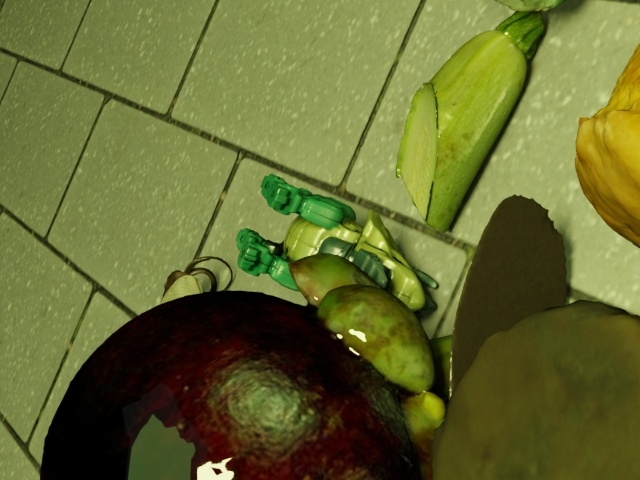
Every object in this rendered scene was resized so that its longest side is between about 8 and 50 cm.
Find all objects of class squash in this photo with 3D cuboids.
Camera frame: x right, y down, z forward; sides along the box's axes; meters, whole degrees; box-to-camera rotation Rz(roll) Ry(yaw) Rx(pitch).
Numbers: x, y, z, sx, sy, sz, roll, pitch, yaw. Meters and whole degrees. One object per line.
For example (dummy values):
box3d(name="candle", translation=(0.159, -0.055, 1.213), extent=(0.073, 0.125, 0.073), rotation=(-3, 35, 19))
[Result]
box3d(name="squash", translation=(0.115, -0.112, 1.238), extent=(0.200, 0.075, 0.090), rotation=(-62, 2, 7))

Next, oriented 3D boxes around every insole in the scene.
box3d(name="insole", translation=(0.120, 0.124, 1.026), extent=(0.007, 0.111, 0.327), rotation=(-11, 64, 48))

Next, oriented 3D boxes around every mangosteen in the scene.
box3d(name="mangosteen", translation=(-0.040, 0.165, 1.077), extent=(0.330, 0.330, 0.330), rotation=(-40, 38, 41))

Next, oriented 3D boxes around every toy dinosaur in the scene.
box3d(name="toy dinosaur", translation=(0.000, 0.000, 1.305), extent=(0.094, 0.153, 0.259), rotation=(-63, 19, 6))

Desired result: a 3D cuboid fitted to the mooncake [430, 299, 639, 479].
box3d(name="mooncake", translation=(0.166, 0.155, 0.904), extent=(0.228, 0.124, 0.228), rotation=(-32, 48, 45))

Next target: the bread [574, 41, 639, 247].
box3d(name="bread", translation=(0.247, -0.029, 0.762), extent=(0.145, 0.268, 0.268), rotation=(-64, 27, -3))

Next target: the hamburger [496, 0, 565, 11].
box3d(name="hamburger", translation=(0.189, -0.298, 1.147), extent=(0.168, 0.192, 0.288), rotation=(-2, 42, 54))

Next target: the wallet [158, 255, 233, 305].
box3d(name="wallet", translation=(-0.166, 0.208, 1.522), extent=(0.335, 0.068, 0.275), rotation=(-61, 24, 26))
